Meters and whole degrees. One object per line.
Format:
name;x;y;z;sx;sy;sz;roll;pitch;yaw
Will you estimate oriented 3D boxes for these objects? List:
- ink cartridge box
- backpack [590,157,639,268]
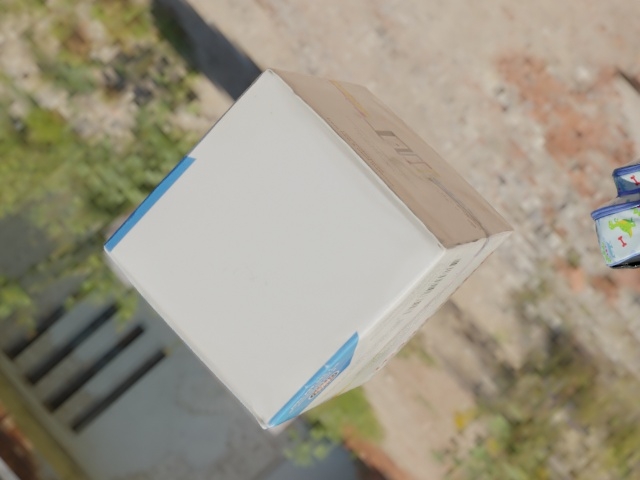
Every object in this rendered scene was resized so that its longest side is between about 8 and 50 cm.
ink cartridge box;0.000;0.000;1.223;0.168;0.171;0.233;46;-167;10
backpack;0.269;-0.027;1.376;0.084;0.114;0.105;70;-164;5
